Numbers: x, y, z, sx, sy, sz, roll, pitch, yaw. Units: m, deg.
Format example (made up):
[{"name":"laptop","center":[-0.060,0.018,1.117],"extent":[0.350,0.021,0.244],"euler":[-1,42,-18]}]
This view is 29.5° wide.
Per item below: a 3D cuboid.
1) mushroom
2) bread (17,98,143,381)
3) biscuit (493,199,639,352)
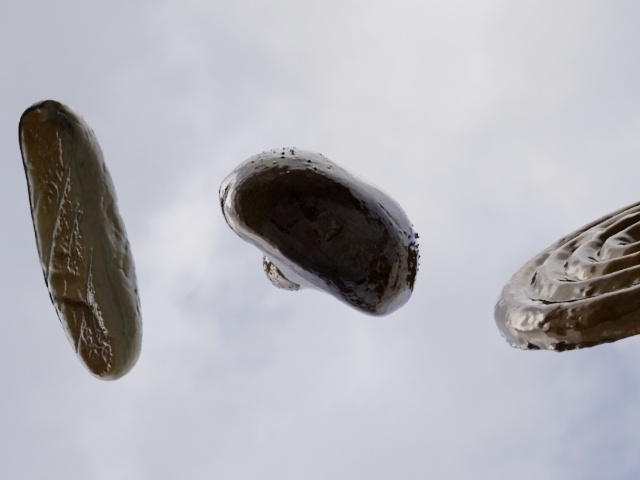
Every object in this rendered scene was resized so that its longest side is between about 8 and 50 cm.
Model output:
[{"name":"mushroom","center":[0.000,0.000,0.696],"extent":[0.127,0.127,0.087],"euler":[36,-77,25]},{"name":"bread","center":[-0.175,-0.002,0.903],"extent":[0.073,0.053,0.214],"euler":[-15,-91,30]},{"name":"biscuit","center":[0.247,0.008,0.913],"extent":[0.262,0.262,0.037],"euler":[-26,-80,-5]}]
